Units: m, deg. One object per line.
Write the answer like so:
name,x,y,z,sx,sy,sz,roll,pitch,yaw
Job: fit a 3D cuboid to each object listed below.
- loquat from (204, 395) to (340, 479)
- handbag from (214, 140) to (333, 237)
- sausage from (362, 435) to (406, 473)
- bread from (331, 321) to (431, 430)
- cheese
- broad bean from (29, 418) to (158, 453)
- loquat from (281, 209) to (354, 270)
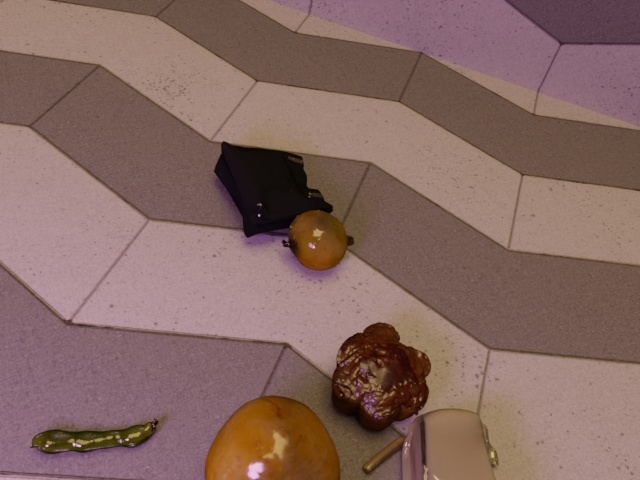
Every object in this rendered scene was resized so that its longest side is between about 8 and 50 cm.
loquat,-0.097,0.447,1.365,0.274,0.275,0.275,7,46,-7
handbag,-0.134,-0.157,2.004,0.287,0.152,0.342,-4,48,-30
sausage,0.148,0.480,1.543,0.132,0.024,0.024,-28,59,-33
bread,0.141,0.330,1.607,0.232,0.135,0.246,38,49,21
cheese,0.301,0.494,1.493,0.233,0.127,0.266,8,42,-5
broad bean,-0.469,0.414,1.433,0.256,0.053,0.052,-2,10,-17
loquat,0.000,0.000,1.879,0.204,0.149,0.172,2,41,-29
